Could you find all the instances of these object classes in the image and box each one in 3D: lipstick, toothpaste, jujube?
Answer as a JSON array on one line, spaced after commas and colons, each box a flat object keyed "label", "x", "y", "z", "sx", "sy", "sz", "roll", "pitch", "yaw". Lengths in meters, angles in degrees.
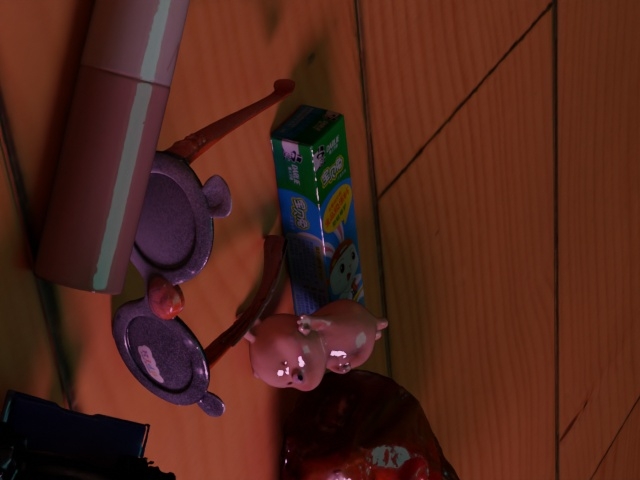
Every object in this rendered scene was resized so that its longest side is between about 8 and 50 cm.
[{"label": "lipstick", "x": -0.153, "y": -0.091, "z": 1.192, "sx": 0.070, "sy": 0.070, "sz": 0.254, "roll": 7, "pitch": 97, "yaw": -63}, {"label": "toothpaste", "x": 0.000, "y": 0.000, "z": 1.553, "sx": 0.065, "sy": 0.050, "sz": 0.267, "roll": -45, "pitch": 140, "yaw": -41}, {"label": "jujube", "x": 0.059, "y": 0.284, "z": 1.657, "sx": 0.216, "sy": 0.216, "sz": 0.342, "roll": -52, "pitch": 137, "yaw": -38}]

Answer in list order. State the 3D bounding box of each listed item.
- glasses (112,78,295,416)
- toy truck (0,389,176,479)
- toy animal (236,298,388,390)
[{"label": "glasses", "x": -0.063, "y": -0.009, "z": 1.344, "sx": 0.268, "sy": 0.118, "sz": 0.234, "roll": -40, "pitch": 140, "yaw": -48}, {"label": "toy truck", "x": -0.208, "y": 0.226, "z": 1.178, "sx": 0.177, "sy": 0.161, "sz": 0.213, "roll": 143, "pitch": -38, "yaw": -74}, {"label": "toy animal", "x": -0.006, "y": 0.099, "z": 1.524, "sx": 0.150, "sy": 0.089, "sz": 0.083, "roll": -8, "pitch": 103, "yaw": -17}]
